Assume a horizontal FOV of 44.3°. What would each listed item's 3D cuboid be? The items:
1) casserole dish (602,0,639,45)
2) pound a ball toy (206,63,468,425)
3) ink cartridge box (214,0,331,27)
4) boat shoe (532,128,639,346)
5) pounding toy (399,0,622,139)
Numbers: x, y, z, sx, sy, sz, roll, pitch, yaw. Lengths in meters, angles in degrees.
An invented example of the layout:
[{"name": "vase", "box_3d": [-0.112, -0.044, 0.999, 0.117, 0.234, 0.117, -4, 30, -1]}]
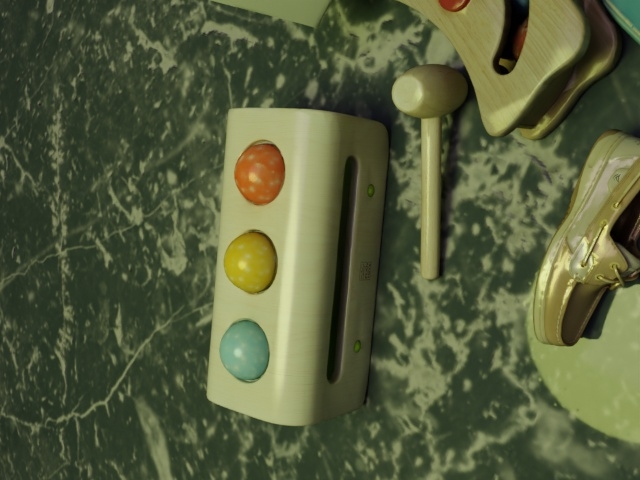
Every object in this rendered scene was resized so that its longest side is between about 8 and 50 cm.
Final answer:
[{"name": "casserole dish", "box_3d": [0.239, -0.172, 0.511, 0.188, 0.037, 0.114, -103, 28, -49]}, {"name": "pound a ball toy", "box_3d": [0.000, 0.000, 0.699, 0.208, 0.135, 0.319, 9, 96, 39]}, {"name": "ink cartridge box", "box_3d": [-0.010, -0.367, 0.627, 0.307, 0.129, 0.223, -54, 38, 43]}, {"name": "boat shoe", "box_3d": [0.208, 0.006, 0.577, 0.059, 0.063, 0.170, 26, 105, 42]}, {"name": "pounding toy", "box_3d": [0.100, -0.207, 0.602, 0.154, 0.154, 0.270, -28, 76, 38]}]
